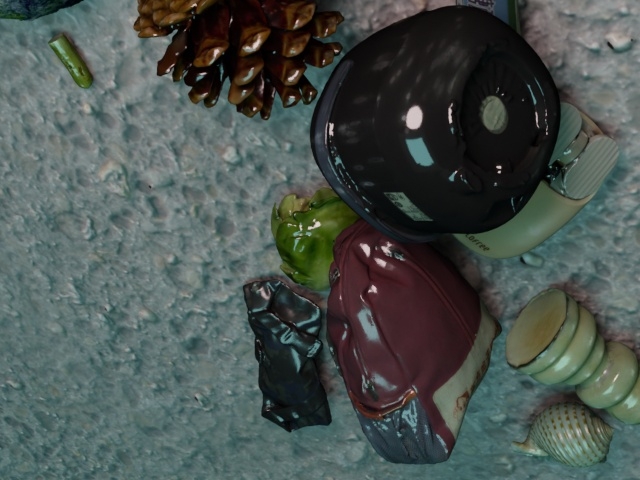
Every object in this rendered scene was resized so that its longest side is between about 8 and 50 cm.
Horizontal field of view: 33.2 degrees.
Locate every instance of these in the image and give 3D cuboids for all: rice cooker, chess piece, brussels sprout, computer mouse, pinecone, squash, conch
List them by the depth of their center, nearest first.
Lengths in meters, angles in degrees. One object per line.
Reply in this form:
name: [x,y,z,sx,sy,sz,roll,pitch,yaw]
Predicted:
rice cooker: [0.135,-0.129,1.233,0.224,0.267,0.267,1,136,54]
pinecone: [-0.092,-0.260,1.254,0.264,0.264,0.264,10,132,11]
computer mouse: [0.263,-0.071,1.372,0.145,0.082,0.236,39,116,-16]
squash: [-0.346,-0.249,1.500,0.027,0.027,0.083,-14,125,29]
chess piece: [0.400,0.186,1.558,0.243,0.133,0.133,33,132,-16]
brussels sprout: [0.000,0.003,1.558,0.139,0.100,0.181,-7,119,0]
conch: [0.389,0.307,1.678,0.153,0.102,0.135,3,152,46]

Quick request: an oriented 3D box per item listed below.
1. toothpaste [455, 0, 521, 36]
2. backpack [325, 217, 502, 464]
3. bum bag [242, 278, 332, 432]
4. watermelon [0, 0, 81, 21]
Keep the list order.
toothpaste: [0.187,-0.312,1.231,0.099,0.061,0.392,15,137,27]
backpack: [0.105,0.118,1.487,0.197,0.283,0.317,-12,125,33]
bum bag: [-0.050,0.196,1.752,0.137,0.074,0.310,12,128,25]
watermelon: [-0.355,-0.359,1.279,0.226,0.318,0.148,46,151,35]
